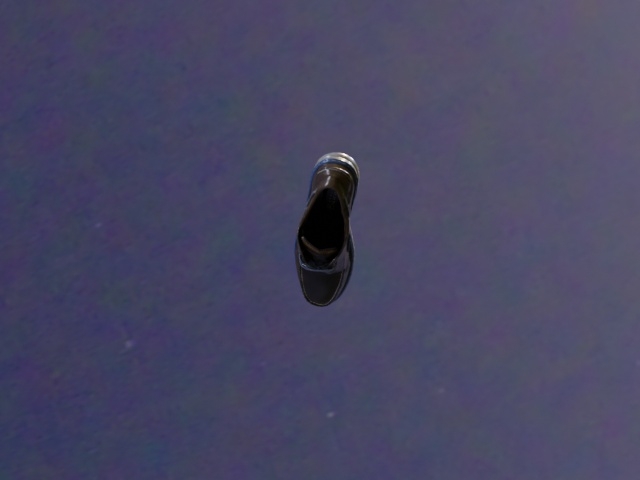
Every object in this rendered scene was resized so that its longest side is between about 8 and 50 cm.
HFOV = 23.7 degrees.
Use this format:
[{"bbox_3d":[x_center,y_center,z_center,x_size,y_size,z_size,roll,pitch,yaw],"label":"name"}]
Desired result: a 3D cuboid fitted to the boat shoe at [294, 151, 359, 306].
[{"bbox_3d":[0.000,0.000,1.598,0.066,0.066,0.183,-67,-16,-56],"label":"boat shoe"}]
